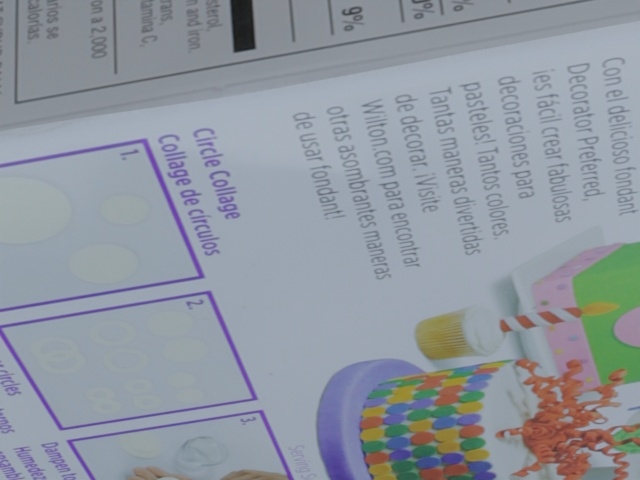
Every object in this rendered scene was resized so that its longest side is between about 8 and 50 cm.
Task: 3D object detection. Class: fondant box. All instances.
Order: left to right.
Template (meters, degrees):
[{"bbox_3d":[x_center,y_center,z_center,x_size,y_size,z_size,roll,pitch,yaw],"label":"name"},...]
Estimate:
[{"bbox_3d":[0.000,0.000,0.507,0.330,0.096,0.238,-9,145,7],"label":"fondant box"}]
